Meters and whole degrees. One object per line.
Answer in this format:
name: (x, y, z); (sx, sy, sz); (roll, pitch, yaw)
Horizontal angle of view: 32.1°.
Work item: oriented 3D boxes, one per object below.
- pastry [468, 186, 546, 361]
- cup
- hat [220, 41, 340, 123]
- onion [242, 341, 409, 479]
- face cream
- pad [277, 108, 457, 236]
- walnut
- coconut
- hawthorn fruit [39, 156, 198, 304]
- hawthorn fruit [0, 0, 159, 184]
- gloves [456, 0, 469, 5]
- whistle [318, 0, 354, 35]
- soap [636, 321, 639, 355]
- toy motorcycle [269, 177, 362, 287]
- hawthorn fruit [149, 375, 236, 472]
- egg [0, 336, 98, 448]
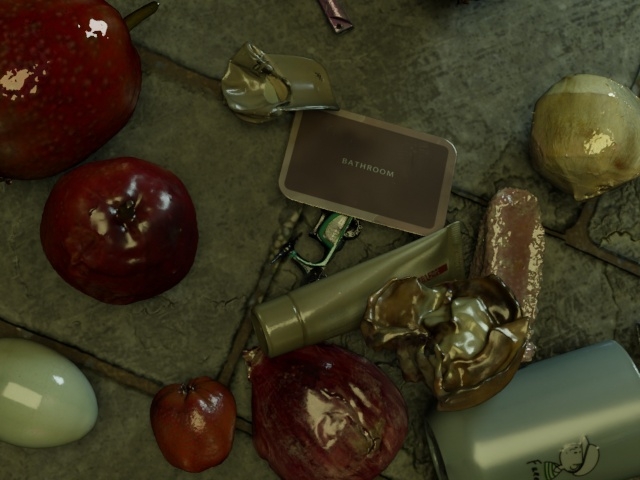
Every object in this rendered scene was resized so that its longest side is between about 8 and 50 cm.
pastry: (0.285, 0.055, 1.715); (0.102, 0.112, 0.265); (9, 80, -13)
cup: (0.324, 0.289, 1.659); (0.312, 0.205, 0.206); (-17, 90, -4)
hat: (-0.058, -0.216, 1.711); (0.175, 0.085, 0.147); (6, 51, -26)
onion: (-0.007, 0.256, 1.675); (0.283, 0.120, 0.227); (40, 81, -2)
face cream: (0.066, 0.082, 1.682); (0.341, 0.084, 0.137); (-19, 120, -15)
pad: (0.075, -0.112, 1.721); (0.266, 0.002, 0.176); (15, 67, -4)
walnut: (0.192, 0.145, 1.616); (0.204, 0.141, 0.238); (-40, 58, -14)
coconut: (0.409, -0.151, 1.697); (0.194, 0.194, 0.195); (0, 88, -5)
hawthorn fruit: (-0.286, -0.028, 1.593); (0.230, 0.266, 0.210); (8, 71, -8)
hawthorn fruit: (-0.386, -0.252, 1.592); (0.369, 0.285, 0.285); (-34, 91, -12)
gloves: (0.191, -0.474, 1.705); (0.210, 0.135, 0.312); (-20, 68, -25)
whistle: (-0.001, -0.403, 1.740); (0.033, 0.033, 0.177); (-27, 91, -5)
soap: (0.556, 0.251, 1.691); (0.081, 0.181, 0.260); (-8, 88, -1)
toy motorcycle: (0.000, 0.000, 1.716); (0.100, 0.058, 0.173); (29, 85, 3)
hawthorn fruit: (-0.184, 0.277, 1.654); (0.132, 0.133, 0.138); (-10, 103, -5)
egg: (-0.425, 0.225, 1.623); (0.209, 0.151, 0.151); (27, 86, -5)
